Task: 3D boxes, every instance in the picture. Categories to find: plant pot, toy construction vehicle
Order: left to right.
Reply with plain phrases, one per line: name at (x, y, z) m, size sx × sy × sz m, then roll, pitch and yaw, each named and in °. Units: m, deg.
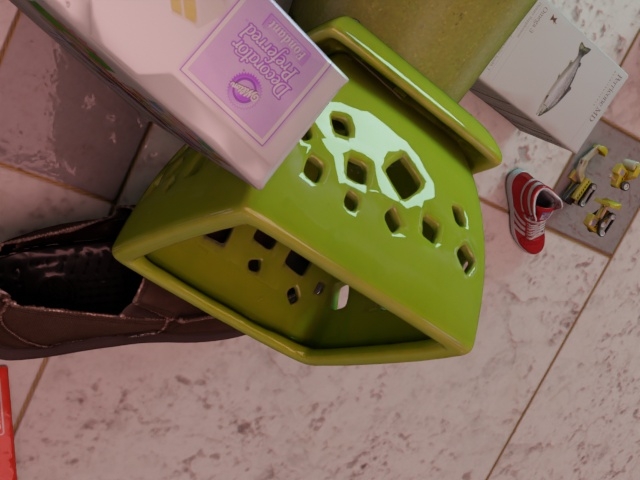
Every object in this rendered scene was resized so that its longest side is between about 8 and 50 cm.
plant pot at (0.000, -0.038, 0.751) m, size 0.228 × 0.227 × 0.207 m, roll 32°, pitch 65°, yaw -28°
plant pot at (0.103, -0.267, 0.806) m, size 0.276 × 0.276 × 0.254 m, roll 14°, pitch 117°, yaw -30°
toy construction vehicle at (0.330, -0.063, 1.090) m, size 0.035 × 0.086 × 0.098 m, roll 29°, pitch 98°, yaw -26°

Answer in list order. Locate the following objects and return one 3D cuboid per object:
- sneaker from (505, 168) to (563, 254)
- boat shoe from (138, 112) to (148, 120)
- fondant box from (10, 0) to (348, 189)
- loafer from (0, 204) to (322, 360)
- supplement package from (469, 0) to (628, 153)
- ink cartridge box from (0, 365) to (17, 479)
sneaker at (0.258, -0.024, 1.082) m, size 0.042 × 0.067 × 0.118 m, roll -28°, pitch 121°, yaw -12°
boat shoe at (-0.125, -0.141, 0.860) m, size 0.100 × 0.035 × 0.035 m, roll -29°, pitch 121°, yaw -12°
fondant box at (-0.149, -0.175, 0.644) m, size 0.238 × 0.330 × 0.096 m, roll 42°, pitch 87°, yaw -28°
loafer at (-0.143, 0.030, 0.843) m, size 0.366 × 0.130 × 0.134 m, roll -14°, pitch 76°, yaw -20°
supplement package at (0.216, -0.188, 0.966) m, size 0.179 × 0.105 × 0.105 m, roll 28°, pitch 97°, yaw -33°
ink cartridge box at (-0.396, 0.264, 0.830) m, size 0.239 × 0.060 × 0.275 m, roll -5°, pitch 89°, yaw -23°
